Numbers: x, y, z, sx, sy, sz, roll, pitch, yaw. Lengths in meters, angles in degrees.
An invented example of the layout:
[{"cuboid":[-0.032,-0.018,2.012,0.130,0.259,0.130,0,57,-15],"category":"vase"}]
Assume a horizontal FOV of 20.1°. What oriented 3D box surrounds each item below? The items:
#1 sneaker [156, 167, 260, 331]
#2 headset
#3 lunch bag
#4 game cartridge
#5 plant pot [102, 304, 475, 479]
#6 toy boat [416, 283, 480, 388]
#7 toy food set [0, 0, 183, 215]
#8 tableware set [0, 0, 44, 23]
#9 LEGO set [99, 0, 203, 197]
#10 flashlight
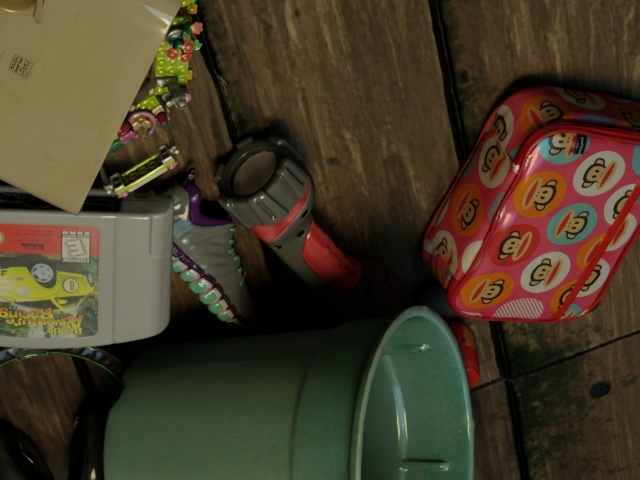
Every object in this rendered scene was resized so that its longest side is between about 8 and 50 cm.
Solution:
[{"cuboid":[-0.113,0.015,2.030,0.098,0.083,0.223,-38,131,5],"category":"sneaker"},{"cuboid":[-0.316,0.266,2.150,0.243,0.185,0.394,-11,116,-8],"category":"headset"},{"cuboid":[0.282,-0.036,2.124,0.258,0.120,0.293,5,127,-30],"category":"lunch bag"},{"cuboid":[-0.306,0.030,1.940,0.294,0.060,0.196,1,133,-5],"category":"game cartridge"},{"cuboid":[-0.040,0.241,2.025,0.334,0.341,0.341,0,139,26],"category":"plant pot"},{"cuboid":[0.097,0.200,2.241,0.267,0.148,0.318,17,128,-26],"category":"toy boat"},{"cuboid":[-0.277,-0.187,1.761,0.220,0.092,0.306,27,121,-5],"category":"toy food set"},{"cuboid":[-0.309,-0.250,1.627,0.169,0.020,0.141,6,146,-13],"category":"tableware set"},{"cuboid":[-0.179,-0.148,1.847,0.132,0.107,0.287,27,115,-36],"category":"LEGO set"},{"cuboid":[0.000,0.000,2.050,0.103,0.103,0.304,-53,133,-8],"category":"flashlight"}]
